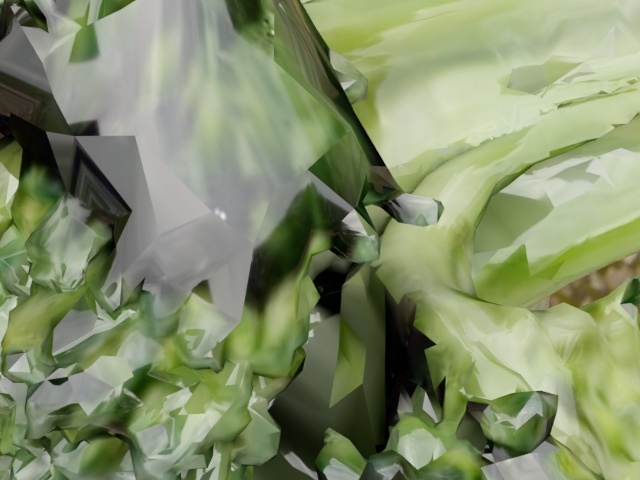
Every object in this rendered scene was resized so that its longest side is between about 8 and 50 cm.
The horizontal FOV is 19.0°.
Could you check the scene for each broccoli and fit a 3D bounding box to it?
[{"bbox_3d":[-0.028,-0.006,0.557,0.317,0.277,0.338,3,28,15],"label":"broccoli"}]

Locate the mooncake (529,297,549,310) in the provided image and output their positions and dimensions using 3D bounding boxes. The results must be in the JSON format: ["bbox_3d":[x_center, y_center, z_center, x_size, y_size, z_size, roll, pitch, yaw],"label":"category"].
[{"bbox_3d":[0.002,-0.003,0.945,0.254,0.250,0.136,25,38,24],"label":"mooncake"}]
